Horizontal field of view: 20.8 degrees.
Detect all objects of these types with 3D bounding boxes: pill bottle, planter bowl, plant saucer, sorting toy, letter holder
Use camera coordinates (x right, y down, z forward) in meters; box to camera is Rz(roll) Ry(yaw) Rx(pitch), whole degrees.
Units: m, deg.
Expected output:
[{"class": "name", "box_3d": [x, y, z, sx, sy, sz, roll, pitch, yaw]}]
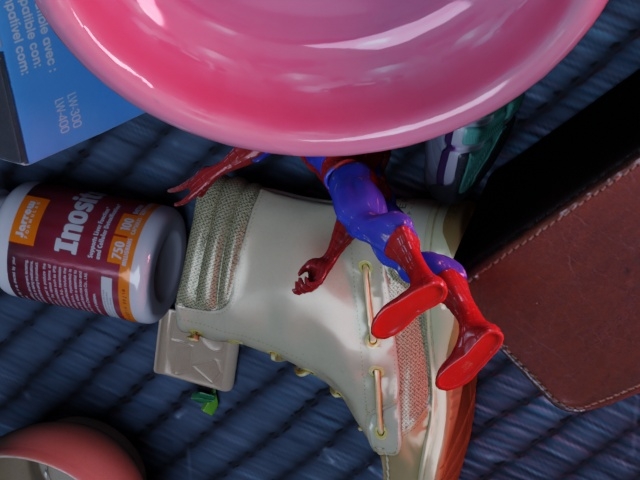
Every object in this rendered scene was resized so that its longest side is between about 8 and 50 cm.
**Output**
[{"class": "pill bottle", "box_3d": [-0.179, 0.005, 1.239, 0.152, 0.086, 0.086, 10, 120, 14]}, {"class": "planter bowl", "box_3d": [-0.197, 0.204, 1.340, 0.162, 0.109, 0.162, 9, 120, 16]}, {"class": "plant saucer", "box_3d": [0.001, -0.192, 0.939, 0.332, 0.084, 0.332, 0, 134, 0]}, {"class": "sorting toy", "box_3d": [-0.093, 0.092, 1.300, 0.062, 0.012, 0.083, 13, 117, 7]}, {"class": "letter holder", "box_3d": [0.264, -0.008, 1.039, 0.302, 0.152, 0.214, -36, 103, 31]}]

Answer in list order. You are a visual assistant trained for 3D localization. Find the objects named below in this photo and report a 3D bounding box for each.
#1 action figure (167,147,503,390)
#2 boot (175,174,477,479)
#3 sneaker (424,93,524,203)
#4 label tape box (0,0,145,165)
[{"class": "action figure", "box_3d": [0.000, 0.000, 1.066, 0.139, 0.280, 0.091, -39, 125, 13]}, {"class": "boot", "box_3d": [0.003, 0.083, 1.211, 0.203, 0.095, 0.262, 8, 117, 15]}, {"class": "sneaker", "box_3d": [0.082, -0.137, 1.085, 0.098, 0.083, 0.223, 22, 113, 22]}, {"class": "label tape box", "box_3d": [-0.223, -0.185, 1.076, 0.348, 0.115, 0.249, 17, 133, 26]}]
